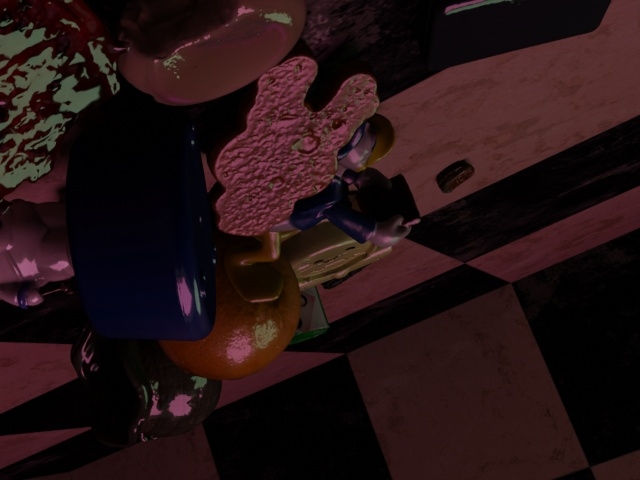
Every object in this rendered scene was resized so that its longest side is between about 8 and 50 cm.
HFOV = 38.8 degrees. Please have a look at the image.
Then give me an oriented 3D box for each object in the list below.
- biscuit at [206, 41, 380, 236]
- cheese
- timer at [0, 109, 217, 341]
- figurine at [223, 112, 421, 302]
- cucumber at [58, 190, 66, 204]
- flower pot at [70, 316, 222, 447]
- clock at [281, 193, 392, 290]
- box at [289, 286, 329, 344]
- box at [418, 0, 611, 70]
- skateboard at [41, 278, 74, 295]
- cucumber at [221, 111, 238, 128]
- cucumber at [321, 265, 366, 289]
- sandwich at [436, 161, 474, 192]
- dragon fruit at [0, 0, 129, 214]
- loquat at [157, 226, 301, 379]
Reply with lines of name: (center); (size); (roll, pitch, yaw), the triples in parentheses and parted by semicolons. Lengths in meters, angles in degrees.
biscuit: (-0.050, -0.119, 1.142); (0.186, 0.044, 0.295); (13, 130, -32)
cheese: (-0.060, -0.227, 0.860); (0.286, 0.082, 0.163); (-29, 163, 19)
timer: (-0.324, 0.000, 1.058); (0.384, 0.270, 0.270); (-6, 164, -1)
figurine: (0.024, -0.064, 1.323); (0.284, 0.204, 0.338); (9, 145, -9)
cucumber: (-0.318, -0.031, 1.223); (0.064, 0.064, 0.112); (-17, 164, -12)
flower pot: (-0.336, 0.247, 1.743); (0.213, 0.301, 0.302); (-9, 161, -38)
clock: (0.000, 0.000, 1.666); (0.235, 0.096, 0.308); (-21, 163, 6)
box: (-0.118, 0.135, 1.822); (0.250, 0.180, 0.103); (-8, 165, -41)
box: (0.232, -0.276, 1.071); (0.230, 0.050, 0.160); (-14, 162, -2)
skateboard: (-0.459, 0.090, 1.523); (0.083, 0.032, 0.064); (-17, 175, -21)
cucumber: (-0.084, -0.142, 1.187); (0.037, 0.037, 0.155); (-26, 162, 19)
cucumber: (0.070, 0.055, 2.039); (0.044, 0.043, 0.257); (-2, 157, -36)
sandwich: (0.255, -0.119, 1.708); (0.069, 0.026, 0.101); (-8, 160, -34)
dragon fruit: (-0.337, -0.176, 0.676); (0.286, 0.228, 0.329); (-48, 154, -25)
loquat: (-0.158, 0.100, 1.508); (0.263, 0.263, 0.263); (-19, 164, -5)
